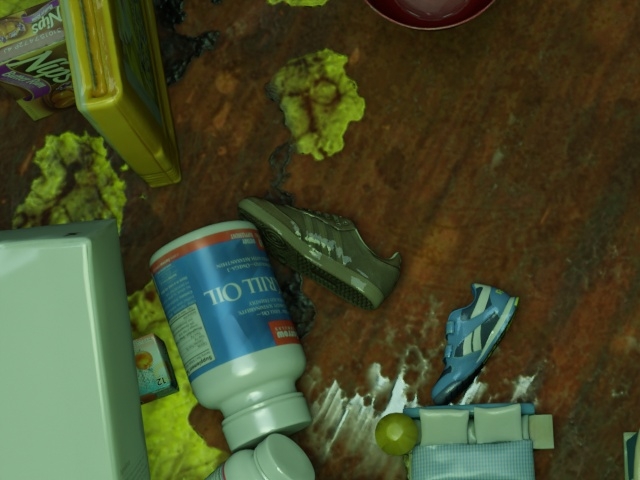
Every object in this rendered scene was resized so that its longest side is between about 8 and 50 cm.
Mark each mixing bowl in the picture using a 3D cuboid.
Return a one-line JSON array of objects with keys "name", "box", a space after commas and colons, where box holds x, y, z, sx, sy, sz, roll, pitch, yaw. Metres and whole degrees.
[{"name": "mixing bowl", "box": [0.122, -0.300, 1.766, 0.181, 0.098, 0.181, -1, 78, 6]}]

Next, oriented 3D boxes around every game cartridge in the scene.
[{"name": "game cartridge", "box": [-0.209, -0.224, 1.666, 0.052, 0.324, 0.285, -12, 77, 5]}]

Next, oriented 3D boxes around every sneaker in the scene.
[{"name": "sneaker", "box": [0.151, 0.108, 1.700, 0.059, 0.053, 0.144, 32, 74, 10]}, {"name": "sneaker", "box": [0.000, 0.000, 1.740, 0.188, 0.066, 0.071, 35, 66, 6]}]

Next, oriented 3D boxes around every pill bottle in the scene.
[{"name": "pill bottle", "box": [-0.083, 0.268, 1.640, 0.160, 0.087, 0.087, -43, 76, 21]}, {"name": "pill bottle", "box": [-0.087, 0.101, 1.686, 0.124, 0.124, 0.221, -22, 77, 0]}]

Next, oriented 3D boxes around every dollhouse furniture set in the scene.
[{"name": "dollhouse furniture set", "box": [0.203, 0.295, 1.579, 0.303, 0.198, 0.286, -1, 77, 6]}]

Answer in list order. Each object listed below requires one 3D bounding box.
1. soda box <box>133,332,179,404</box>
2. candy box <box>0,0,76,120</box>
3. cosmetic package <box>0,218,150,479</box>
[{"name": "soda box", "box": [-0.246, 0.160, 1.721, 0.183, 0.058, 0.063, -20, 77, 2]}, {"name": "candy box", "box": [-0.289, -0.194, 1.736, 0.109, 0.187, 0.053, -19, 77, 1]}, {"name": "cosmetic package", "box": [-0.287, 0.181, 1.567, 0.217, 0.156, 0.385, -4, 96, 5]}]
